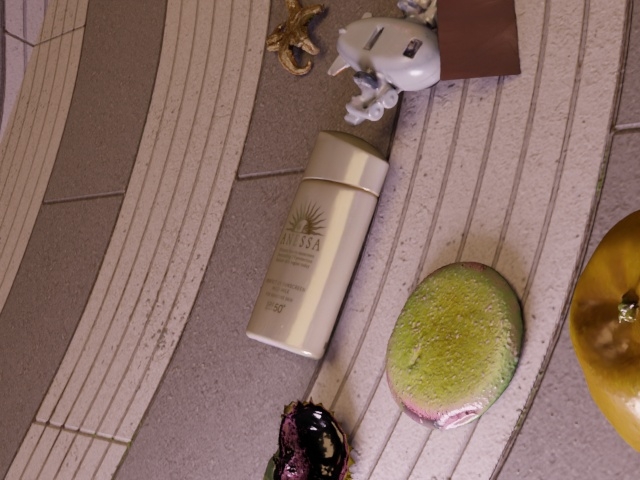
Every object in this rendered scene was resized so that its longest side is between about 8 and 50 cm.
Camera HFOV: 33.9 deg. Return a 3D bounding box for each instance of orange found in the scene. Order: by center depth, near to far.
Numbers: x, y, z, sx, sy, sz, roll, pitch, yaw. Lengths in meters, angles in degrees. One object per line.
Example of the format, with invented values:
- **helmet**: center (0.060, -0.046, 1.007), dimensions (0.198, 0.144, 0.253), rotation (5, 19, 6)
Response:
- **orange**: center (0.365, 0.082, 0.975), dimensions (0.279, 0.235, 0.279), rotation (-39, 39, 39)

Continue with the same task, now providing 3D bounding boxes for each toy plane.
- **toy plane**: center (0.107, -0.281, 1.600), dimensions (0.245, 0.117, 0.244), rotation (-25, 47, 30)

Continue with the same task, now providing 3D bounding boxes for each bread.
- **bread**: center (0.164, 0.132, 1.357), dimensions (0.228, 0.033, 0.228), rotation (-27, 52, 41)

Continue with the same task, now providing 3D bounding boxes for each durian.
- **durian**: center (-0.017, 0.321, 1.442), dimensions (0.108, 0.119, 0.186), rotation (101, -178, -56)

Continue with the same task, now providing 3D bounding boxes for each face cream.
- **face cream**: center (0.000, 0.000, 1.591), dimensions (0.173, 0.081, 0.348), rotation (12, 80, 52)

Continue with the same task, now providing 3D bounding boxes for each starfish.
- **starfish**: center (-0.052, -0.384, 1.900), dimensions (0.150, 0.053, 0.209), rotation (-32, 46, 30)

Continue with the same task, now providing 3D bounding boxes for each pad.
- **pad**: center (0.224, -0.308, 1.502), dimensions (0.113, 0.006, 0.187), rotation (-3, 61, 8)
